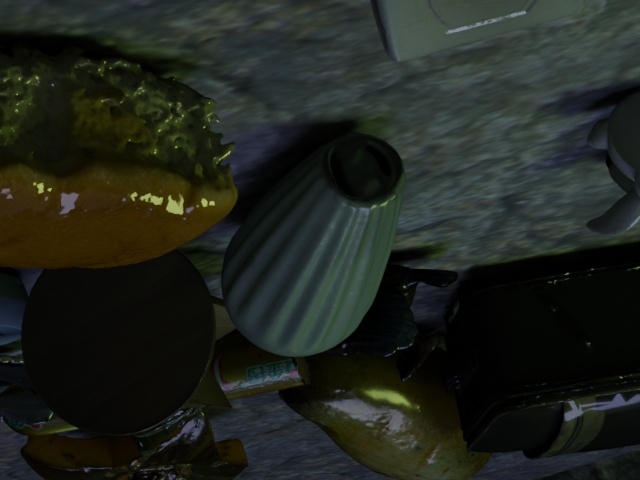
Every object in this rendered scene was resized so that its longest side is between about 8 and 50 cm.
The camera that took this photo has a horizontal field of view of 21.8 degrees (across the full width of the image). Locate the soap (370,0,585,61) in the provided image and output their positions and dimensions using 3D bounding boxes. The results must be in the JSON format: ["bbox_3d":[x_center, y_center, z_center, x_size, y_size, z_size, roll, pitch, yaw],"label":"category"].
[{"bbox_3d":[0.081,-0.166,0.884,0.121,0.063,0.183,-14,165,3],"label":"soap"}]

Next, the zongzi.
[{"bbox_3d":[-0.180,0.218,1.999,0.109,0.055,0.119,-13,135,6],"label":"zongzi"}]

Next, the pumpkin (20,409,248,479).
[{"bbox_3d":[-0.231,0.284,2.177,0.258,0.095,0.290,-10,161,11],"label":"pumpkin"}]

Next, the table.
[{"bbox_3d":[-0.142,0.089,1.458,0.167,0.167,0.227,-14,170,11],"label":"table"}]

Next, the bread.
[{"bbox_3d":[-0.180,-0.043,1.038,0.245,0.121,0.174,1,160,-40],"label":"bread"}]

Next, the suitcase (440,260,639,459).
[{"bbox_3d":[0.346,0.122,1.816,0.434,0.194,0.283,-7,164,-6],"label":"suitcase"}]

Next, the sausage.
[{"bbox_3d":[-0.198,0.155,1.798,0.372,0.082,0.082,-13,164,10],"label":"sausage"}]

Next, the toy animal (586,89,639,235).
[{"bbox_3d":[0.276,-0.069,1.337,0.127,0.131,0.181,18,167,24],"label":"toy animal"}]

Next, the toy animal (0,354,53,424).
[{"bbox_3d":[-0.396,0.166,1.528,0.302,0.225,0.284,9,158,-7],"label":"toy animal"}]

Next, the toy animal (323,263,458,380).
[{"bbox_3d":[0.032,0.057,1.619,0.179,0.116,0.218,17,-168,-1],"label":"toy animal"}]

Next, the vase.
[{"bbox_3d":[0.000,0.000,1.312,0.128,0.128,0.248,-5,155,-19],"label":"vase"}]

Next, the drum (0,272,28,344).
[{"bbox_3d":[-0.378,0.072,1.435,0.253,0.049,0.130,-7,166,-2],"label":"drum"}]

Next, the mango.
[{"bbox_3d":[0.089,0.191,1.972,0.176,0.175,0.329,-43,137,3],"label":"mango"}]
